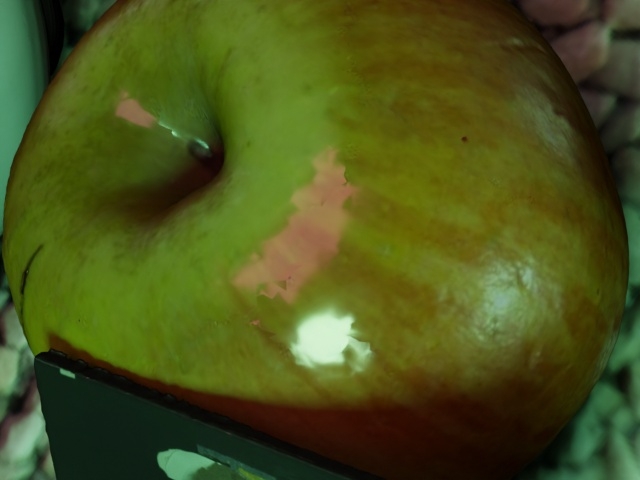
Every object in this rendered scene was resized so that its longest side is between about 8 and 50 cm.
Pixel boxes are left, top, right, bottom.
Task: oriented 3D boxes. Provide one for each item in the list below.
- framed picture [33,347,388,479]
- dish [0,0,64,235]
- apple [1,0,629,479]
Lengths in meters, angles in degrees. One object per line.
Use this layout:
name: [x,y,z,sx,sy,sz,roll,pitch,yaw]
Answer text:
framed picture: [-0.006,0.213,0.710,0.244,0.013,0.323,16,125,34]
dish: [-0.218,-0.119,1.023,0.273,0.134,0.273,19,115,46]
apple: [0.000,0.000,0.781,0.286,0.233,0.286,-16,62,32]
